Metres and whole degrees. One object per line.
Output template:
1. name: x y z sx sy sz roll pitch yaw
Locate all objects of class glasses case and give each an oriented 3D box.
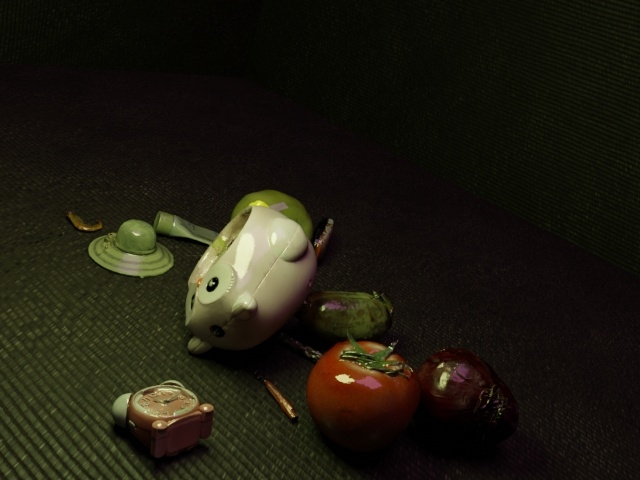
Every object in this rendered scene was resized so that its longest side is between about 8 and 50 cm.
1. glasses case: 0.000 0.000 2.300 0.067 0.103 0.267 21 24 3

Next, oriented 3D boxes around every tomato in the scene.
1. tomato: 0.094 0.338 1.466 0.255 0.225 0.256 11 22 -5

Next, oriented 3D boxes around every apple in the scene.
1. apple: -0.163 -0.040 2.127 0.278 0.279 0.279 15 23 -7

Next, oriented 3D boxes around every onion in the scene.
1. onion: 0.342 0.380 1.575 0.280 0.281 0.221 18 66 1

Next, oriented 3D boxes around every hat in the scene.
1. hat: -0.535 -0.001 1.916 0.251 0.110 0.252 15 23 -6

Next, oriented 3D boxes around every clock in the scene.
1. clock: -0.317 0.353 1.327 0.162 0.093 0.165 24 23 38
2. clock: -0.175 0.114 1.672 0.250 0.368 0.377 40 38 -15

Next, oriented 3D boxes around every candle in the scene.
1. candle: -0.102 0.358 1.538 0.026 0.021 0.167 -23 43 -27

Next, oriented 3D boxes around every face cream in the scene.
1. face cream: -0.420 -0.031 2.137 0.224 0.070 0.114 17 22 -25

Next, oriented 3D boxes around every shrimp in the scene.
1. shrimp: -0.724 -0.062 2.021 0.127 0.025 0.091 32 27 21

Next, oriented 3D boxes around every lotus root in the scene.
1. lotus root: 0.051 0.206 1.822 0.309 0.173 0.173 8 25 -20

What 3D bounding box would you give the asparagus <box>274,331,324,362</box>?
1. asparagus: -0.046 0.284 1.731 0.165 0.030 0.036 25 0 22
